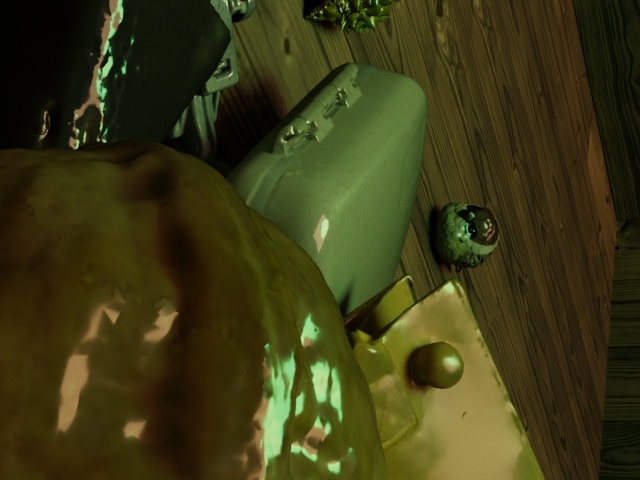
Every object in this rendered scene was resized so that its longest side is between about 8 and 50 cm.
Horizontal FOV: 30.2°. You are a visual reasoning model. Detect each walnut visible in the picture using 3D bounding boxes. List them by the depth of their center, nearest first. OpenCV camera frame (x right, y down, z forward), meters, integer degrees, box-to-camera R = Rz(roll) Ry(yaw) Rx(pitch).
[{"bbox_3d":[-0.117,0.108,0.610,0.306,0.306,0.344,38,41,-62],"label":"walnut"}]

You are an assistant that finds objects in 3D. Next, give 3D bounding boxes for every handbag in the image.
[{"bbox_3d":[-0.008,0.229,0.864,0.401,0.133,0.283,-34,113,-29],"label":"handbag"}]

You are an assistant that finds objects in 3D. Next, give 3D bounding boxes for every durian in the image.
[{"bbox_3d":[0.063,-0.306,1.361,0.108,0.119,0.187,53,37,-48],"label":"durian"}]

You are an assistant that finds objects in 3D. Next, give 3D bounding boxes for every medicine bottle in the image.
[{"bbox_3d":[0.000,0.000,1.075,0.375,0.123,0.282,-56,159,-59],"label":"medicine bottle"}]

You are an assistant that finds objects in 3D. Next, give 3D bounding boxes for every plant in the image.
[{"bbox_3d":[-0.152,-0.143,0.769,0.164,0.141,0.256,49,53,-56],"label":"plant"}]

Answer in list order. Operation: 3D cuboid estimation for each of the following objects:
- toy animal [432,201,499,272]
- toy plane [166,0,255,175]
[{"bbox_3d":[0.218,0.002,1.729,0.137,0.098,0.098,63,31,-45],"label":"toy animal"},{"bbox_3d":[-0.102,-0.132,0.954,0.212,0.088,0.267,-27,116,-42],"label":"toy plane"}]
